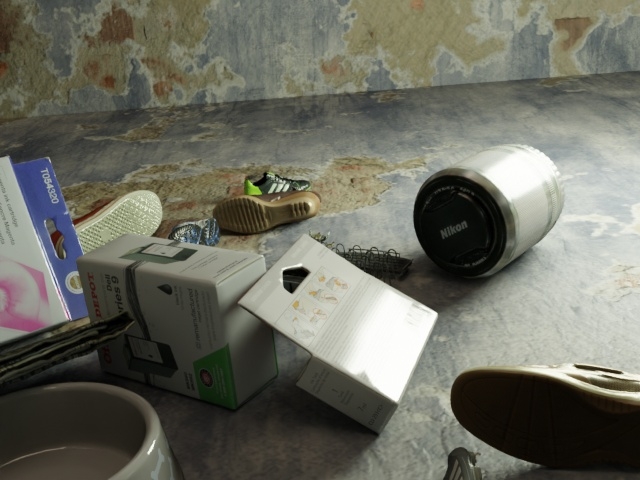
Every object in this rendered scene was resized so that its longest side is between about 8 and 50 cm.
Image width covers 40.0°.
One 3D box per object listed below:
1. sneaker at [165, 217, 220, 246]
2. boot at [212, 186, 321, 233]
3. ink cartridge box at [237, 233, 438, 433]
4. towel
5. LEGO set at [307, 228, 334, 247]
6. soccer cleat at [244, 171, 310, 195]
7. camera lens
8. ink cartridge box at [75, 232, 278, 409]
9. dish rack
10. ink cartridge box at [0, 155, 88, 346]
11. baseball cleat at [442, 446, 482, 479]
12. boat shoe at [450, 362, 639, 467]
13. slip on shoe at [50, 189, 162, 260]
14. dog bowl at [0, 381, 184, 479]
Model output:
[{"bbox_3d":[-0.290,0.001,1.900,0.081,0.080,0.211,-8,4,17],"label":"sneaker"},{"bbox_3d":[-0.121,-0.076,2.101,0.248,0.090,0.207,-4,8,4],"label":"boot"},{"bbox_3d":[0.027,0.126,1.324,0.261,0.066,0.296,31,27,6],"label":"ink cartridge box"},{"bbox_3d":[-0.469,0.195,1.297,0.312,0.056,0.324,-20,0,-42],"label":"towel"},{"bbox_3d":[-0.002,0.001,1.920,0.054,0.023,0.083,-10,34,-9],"label":"LEGO set"},{"bbox_3d":[-0.110,-0.142,2.253,0.179,0.072,0.060,-11,21,-18],"label":"soccer cleat"},{"bbox_3d":[0.330,-0.063,1.722,0.219,0.219,0.274,11,26,37],"label":"camera lens"},{"bbox_3d":[-0.222,0.118,1.363,0.289,0.211,0.121,8,25,33],"label":"ink cartridge box"},{"bbox_3d":[0.050,0.055,1.677,0.208,0.074,0.271,7,23,27],"label":"dish rack"},{"bbox_3d":[-0.579,0.020,1.561,0.330,0.324,0.071,-19,-4,-34],"label":"ink cartridge box"},{"bbox_3d":[0.139,0.301,0.985,0.109,0.072,0.206,-10,16,4],"label":"baseball cleat"},{"bbox_3d":[0.337,0.217,1.121,0.341,0.121,0.110,10,18,9],"label":"boat shoe"},{"bbox_3d":[-0.483,-0.030,1.975,0.101,0.123,0.331,5,26,35],"label":"slip on shoe"},{"bbox_3d":[-0.344,0.290,1.076,0.349,0.102,0.349,-3,20,1],"label":"dog bowl"}]
